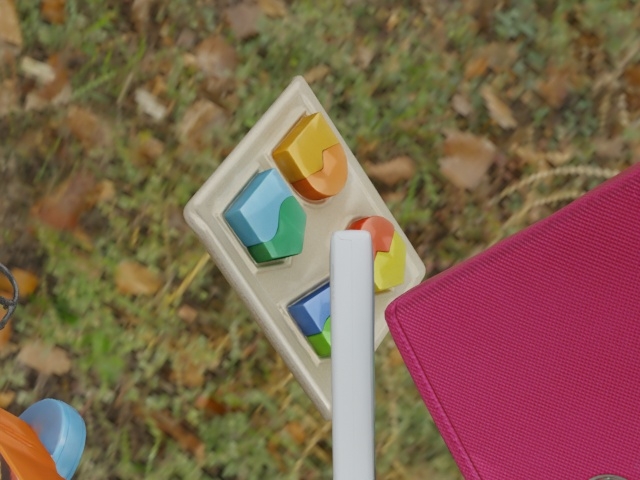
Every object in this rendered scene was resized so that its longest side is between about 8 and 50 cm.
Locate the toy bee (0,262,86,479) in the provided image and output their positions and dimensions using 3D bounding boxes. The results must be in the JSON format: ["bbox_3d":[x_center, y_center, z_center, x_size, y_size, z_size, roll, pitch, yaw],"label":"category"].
[{"bbox_3d":[-0.215,0.144,1.027,0.195,0.298,0.162,38,100,-11],"label":"toy bee"}]

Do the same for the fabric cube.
[{"bbox_3d":[0.238,0.055,0.769,0.259,0.258,0.254,-25,86,-52],"label":"fabric cube"}]

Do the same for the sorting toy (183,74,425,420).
[{"bbox_3d":[0.000,0.000,1.278,0.193,0.038,0.208,56,38,-19],"label":"sorting toy"}]

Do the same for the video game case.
[{"bbox_3d":[0.019,0.097,0.920,0.023,0.183,0.201,-1,89,1],"label":"video game case"}]
